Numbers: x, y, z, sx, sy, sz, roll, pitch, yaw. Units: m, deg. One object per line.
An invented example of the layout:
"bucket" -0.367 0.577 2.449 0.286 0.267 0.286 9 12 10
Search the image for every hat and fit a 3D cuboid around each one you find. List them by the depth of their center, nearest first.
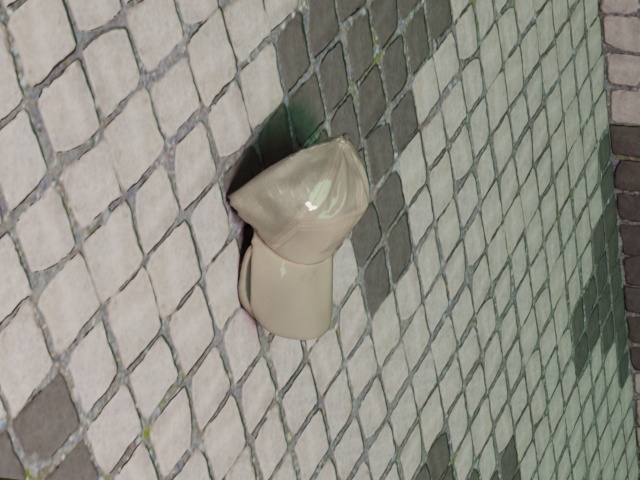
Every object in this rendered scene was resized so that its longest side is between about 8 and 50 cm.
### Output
"hat" 0.000 0.000 1.755 0.219 0.164 0.226 -28 99 -57

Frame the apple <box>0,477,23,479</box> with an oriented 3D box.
"apple" -0.271 0.322 1.167 0.262 0.262 0.262 -24 118 -60
